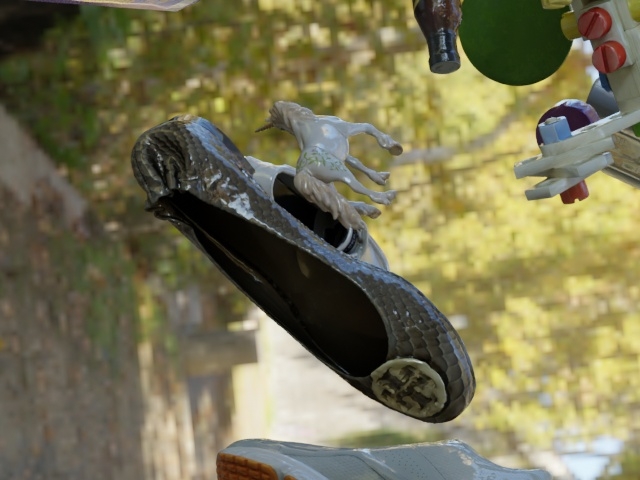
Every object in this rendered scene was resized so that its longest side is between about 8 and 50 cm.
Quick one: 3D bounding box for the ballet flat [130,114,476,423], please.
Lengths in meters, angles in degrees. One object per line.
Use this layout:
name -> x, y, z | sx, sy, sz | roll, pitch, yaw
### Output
ballet flat -> -0.015, 0.023, 1.016 | 0.084, 0.250, 0.058 | -48, 178, 36

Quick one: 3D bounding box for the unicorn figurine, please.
unicorn figurine -> 0.007, -0.070, 1.406 | 0.162, 0.111, 0.060 | -92, -153, -71

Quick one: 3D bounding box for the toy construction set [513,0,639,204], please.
toy construction set -> 0.262, -0.202, 1.702 | 0.215, 0.151, 0.327 | -35, 122, -55

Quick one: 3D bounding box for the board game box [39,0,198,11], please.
board game box -> -0.306, -0.428, 2.265 | 0.347, 0.078, 0.233 | -5, 79, -51

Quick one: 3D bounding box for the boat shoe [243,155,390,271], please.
boat shoe -> 0.000, 0.000, 1.647 | 0.258, 0.084, 0.095 | 30, 71, -47

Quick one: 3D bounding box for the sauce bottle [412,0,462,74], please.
sauce bottle -> 0.094, -0.199, 1.424 | 0.042, 0.042, 0.128 | 88, -2, -69

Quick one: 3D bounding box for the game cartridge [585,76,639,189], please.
game cartridge -> 0.449, -0.130, 2.389 | 0.062, 0.198, 0.297 | -59, 171, -9

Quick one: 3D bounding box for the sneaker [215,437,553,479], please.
sneaker -> 0.048, 0.185, 1.238 | 0.121, 0.262, 0.099 | -38, 130, -44

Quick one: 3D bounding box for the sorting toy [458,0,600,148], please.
sorting toy -> 0.215, -0.263, 1.888 | 0.365, 0.127, 0.126 | 63, 27, -6
